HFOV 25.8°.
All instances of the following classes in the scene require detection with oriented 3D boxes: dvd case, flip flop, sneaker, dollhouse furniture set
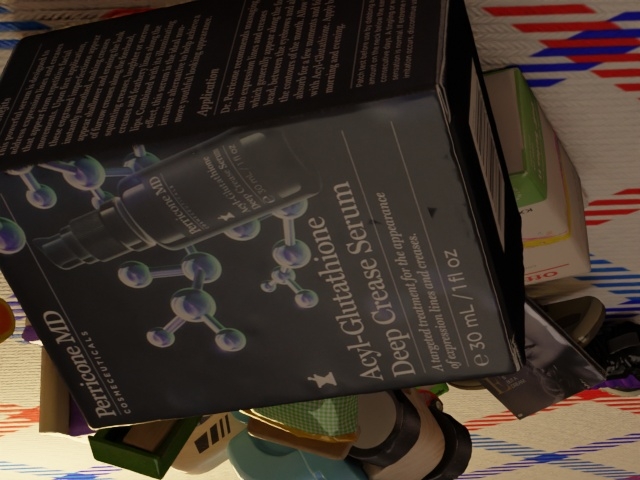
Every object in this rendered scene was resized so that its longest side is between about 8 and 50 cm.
[{"bbox_3d":[0.247,0.138,1.847,0.221,0.018,0.164,44,135,-12],"label":"dvd case"},{"bbox_3d":[0.264,0.127,1.906,0.080,0.112,0.277,39,142,-22],"label":"flip flop"},{"bbox_3d":[0.394,0.163,2.005,0.293,0.102,0.146,0,159,-27],"label":"sneaker"},{"bbox_3d":[-0.115,0.175,1.616,0.301,0.151,0.197,12,130,22],"label":"dollhouse furniture set"}]

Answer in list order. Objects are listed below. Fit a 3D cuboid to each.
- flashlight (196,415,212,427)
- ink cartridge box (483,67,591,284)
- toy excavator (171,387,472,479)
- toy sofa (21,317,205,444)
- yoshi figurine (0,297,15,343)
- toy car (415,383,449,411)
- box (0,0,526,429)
[{"bbox_3d":[-0.098,0.276,2.213,0.304,0.103,0.103,-1,161,-7],"label":"flashlight"},{"bbox_3d":[0.160,-0.032,1.460,0.207,0.119,0.353,-12,156,19],"label":"ink cartridge box"},{"bbox_3d":[-0.083,0.259,1.965,0.445,0.433,0.222,-40,147,11],"label":"toy excavator"},{"bbox_3d":[-0.221,0.162,1.853,0.362,0.150,0.177,-15,156,28],"label":"toy sofa"},{"bbox_3d":[-0.551,0.097,1.629,0.362,0.203,0.203,-14,140,31],"label":"yoshi figurine"},{"bbox_3d":[0.171,0.220,2.115,0.239,0.053,0.225,-29,-178,-17],"label":"toy car"},{"bbox_3d":[-0.050,-0.034,1.173,0.395,0.212,0.293,-10,128,16],"label":"box"}]
